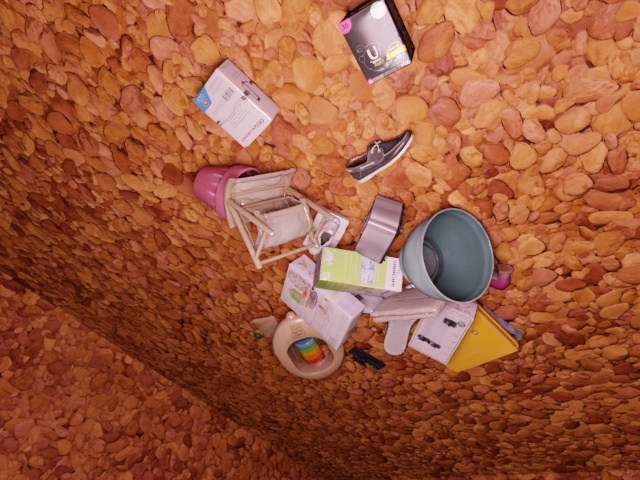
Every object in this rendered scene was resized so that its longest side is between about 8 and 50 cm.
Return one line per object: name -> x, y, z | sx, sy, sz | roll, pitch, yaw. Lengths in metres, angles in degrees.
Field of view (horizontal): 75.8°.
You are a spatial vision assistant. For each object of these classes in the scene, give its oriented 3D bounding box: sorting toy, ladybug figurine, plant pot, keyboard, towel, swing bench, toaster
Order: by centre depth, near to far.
swing bench -> -0.141, -0.082, 1.301 | 0.254, 0.253, 0.165 | 51, 137, 24
plant pot -> 0.381, 0.061, 1.335 | 0.293, 0.293, 0.196 | 36, 157, -16
toaster -> 0.200, -0.043, 1.350 | 0.110, 0.168, 0.185 | 21, 135, 0
plant pot -> -0.322, -0.173, 1.404 | 0.180, 0.201, 0.201 | 20, 137, 23
towel -> 0.326, 0.223, 1.447 | 0.282, 0.187, 0.049 | -15, 103, 45
ladybug figurine -> -0.058, 0.461, 1.885 | 0.305, 0.162, 0.449 | -18, 127, 3
sorting toy -> -0.235, 0.408, 2.005 | 0.275, 0.046, 0.132 | -14, 126, 29
keyboard -> 0.223, 0.600, 2.037 | 0.192, 0.038, 0.100 | 34, 134, -12

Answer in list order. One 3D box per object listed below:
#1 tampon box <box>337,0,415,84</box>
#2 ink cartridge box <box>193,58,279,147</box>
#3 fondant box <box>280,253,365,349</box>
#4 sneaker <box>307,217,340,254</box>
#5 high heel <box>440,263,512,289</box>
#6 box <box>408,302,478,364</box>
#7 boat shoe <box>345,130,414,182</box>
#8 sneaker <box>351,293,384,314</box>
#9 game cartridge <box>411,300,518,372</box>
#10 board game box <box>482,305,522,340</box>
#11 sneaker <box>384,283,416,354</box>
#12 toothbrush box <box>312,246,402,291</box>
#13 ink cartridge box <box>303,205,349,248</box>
tampon box -> 0.140, -0.492, 0.997 | 0.120, 0.101, 0.161 | -18, 123, 31
ink cartridge box -> -0.249, -0.403, 1.224 | 0.203, 0.086, 0.148 | 41, 132, -20
fondant box -> -0.001, 0.247, 1.647 | 0.330, 0.096, 0.238 | 38, 138, 19
sneaker -> 0.000, 0.000, 1.424 | 0.071, 0.083, 0.190 | 26, 136, -8
high heel -> 0.547, 0.127, 1.462 | 0.244, 0.082, 0.117 | 1, 134, 7
box -> 0.464, 0.331, 1.582 | 0.169, 0.087, 0.290 | 24, 131, 16
boat shoe -> 0.172, -0.255, 1.221 | 0.079, 0.084, 0.233 | 41, 134, -21
sneaker -> 0.151, 0.284, 1.726 | 0.269, 0.101, 0.153 | 13, 135, 15
game cartridge -> 0.564, 0.383, 1.652 | 0.285, 0.052, 0.324 | 45, 135, -2
board game box -> 0.672, 0.360, 1.658 | 0.211, 0.039, 0.160 | 35, 134, -13
sneaker -> 0.335, 0.299, 1.670 | 0.126, 0.127, 0.321 | 20, 110, 5
toothbrush box -> 0.127, 0.119, 1.467 | 0.283, 0.122, 0.206 | 8, 165, -7
ink cartridge box -> 0.025, -0.044, 1.480 | 0.115, 0.067, 0.198 | 25, 136, -4
